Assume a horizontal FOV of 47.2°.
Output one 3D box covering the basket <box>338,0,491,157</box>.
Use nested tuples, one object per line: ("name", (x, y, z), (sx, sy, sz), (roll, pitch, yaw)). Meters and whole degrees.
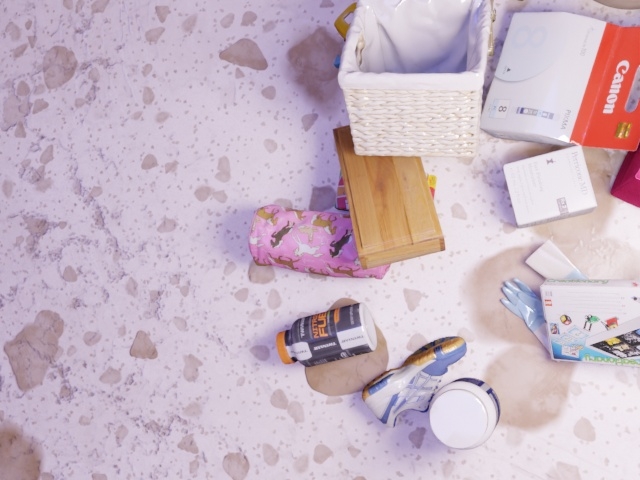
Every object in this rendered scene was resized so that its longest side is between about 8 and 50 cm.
("basket", (0.240, -0.397, 1.769), (0.331, 0.266, 0.328), (2, 51, 15))

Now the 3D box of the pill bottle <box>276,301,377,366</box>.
("pill bottle", (0.012, 0.250, 1.886), (0.245, 0.130, 0.130), (-17, 78, 14))

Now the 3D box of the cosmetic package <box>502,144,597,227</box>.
("cosmetic package", (0.546, -0.123, 1.756), (0.183, 0.151, 0.151), (-15, 83, 15))

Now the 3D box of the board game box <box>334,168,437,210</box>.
("board game box", (0.172, -0.128, 1.938), (0.259, 0.039, 0.124), (8, 86, 15))

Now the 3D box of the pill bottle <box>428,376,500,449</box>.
("pill bottle", (0.333, 0.399, 1.697), (0.153, 0.264, 0.153), (-2, 82, 17))

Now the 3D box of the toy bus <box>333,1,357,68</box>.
("toy bus", (0.129, -0.541, 1.966), (0.202, 0.104, 0.191), (1, 83, 18))

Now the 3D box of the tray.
("tray", (0.162, -0.136, 1.818), (0.202, 0.076, 0.411), (-14, 53, 5))

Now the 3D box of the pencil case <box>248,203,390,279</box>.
("pencil case", (0.000, 0.000, 1.909), (0.386, 0.160, 0.167), (5, 46, 18))

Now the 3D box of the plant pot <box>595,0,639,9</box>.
("plant pot", (0.747, -0.743, 1.678), (0.323, 0.280, 0.323), (-1, 80, 3))

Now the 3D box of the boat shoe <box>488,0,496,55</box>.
("boat shoe", (0.438, -0.556, 1.902), (0.048, 0.056, 0.153), (9, 87, 8))

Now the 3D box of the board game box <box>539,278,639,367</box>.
("board game box", (0.655, 0.184, 1.631), (0.305, 0.053, 0.193), (-1, 110, 38))

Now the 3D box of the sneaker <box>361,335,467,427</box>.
("sneaker", (0.252, 0.352, 1.826), (0.296, 0.112, 0.131), (-35, 90, 13))

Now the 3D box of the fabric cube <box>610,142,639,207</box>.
("fabric cube", (0.830, -0.184, 1.612), (0.254, 0.258, 0.259), (24, 90, 11))

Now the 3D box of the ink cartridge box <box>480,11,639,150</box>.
("ink cartridge box", (0.589, -0.382, 1.730), (0.385, 0.091, 0.308), (16, 87, 47))

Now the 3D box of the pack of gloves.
("pack of gloves", (0.571, 0.145, 1.783), (0.232, 0.046, 0.195), (48, 113, 15))
